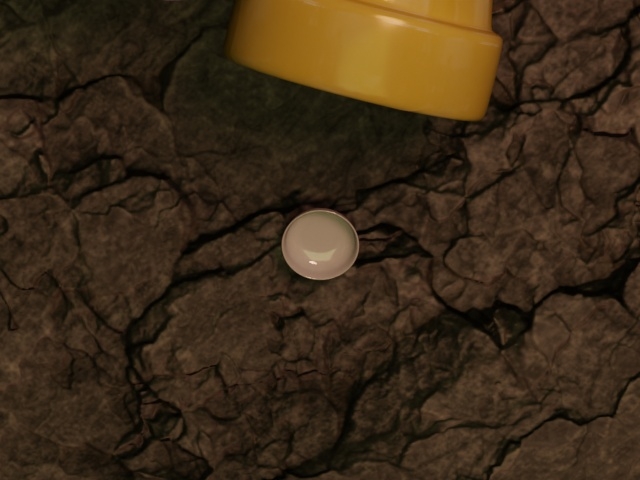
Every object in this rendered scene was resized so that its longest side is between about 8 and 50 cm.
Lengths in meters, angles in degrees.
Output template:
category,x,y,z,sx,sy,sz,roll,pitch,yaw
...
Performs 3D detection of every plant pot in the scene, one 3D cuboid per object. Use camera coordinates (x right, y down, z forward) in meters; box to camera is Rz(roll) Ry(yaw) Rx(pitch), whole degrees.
category,x,y,z,sx,sy,sz,roll,pitch,yaw
plant pot,0.058,-0.255,1.422,0.254,0.254,0.239,13,99,-6

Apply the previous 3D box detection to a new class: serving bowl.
category,x,y,z,sx,sy,sz,roll,pitch,yaw
serving bowl,0.000,0.000,1.650,0.083,0.027,0.083,0,115,0
